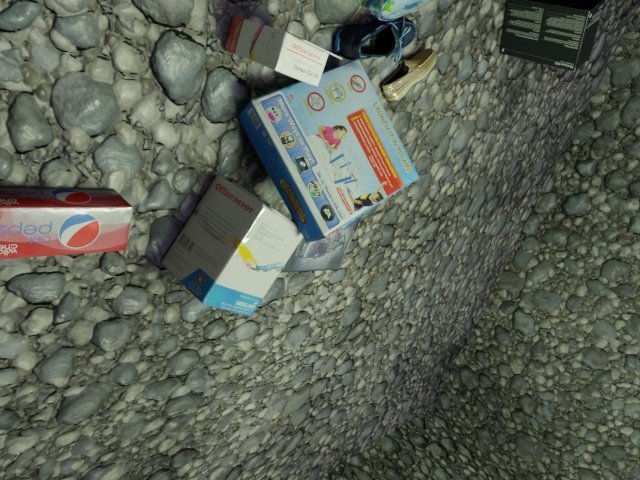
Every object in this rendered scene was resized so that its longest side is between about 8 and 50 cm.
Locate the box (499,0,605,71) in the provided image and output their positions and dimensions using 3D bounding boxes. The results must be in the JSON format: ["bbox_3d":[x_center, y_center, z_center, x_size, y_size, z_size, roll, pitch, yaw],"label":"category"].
[{"bbox_3d":[0.714,-0.665,1.454,0.103,0.261,0.185,-37,141,-25],"label":"box"}]

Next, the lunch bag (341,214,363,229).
[{"bbox_3d":[0.057,-0.109,1.260,0.128,0.096,0.151,18,103,-49],"label":"lunch bag"}]

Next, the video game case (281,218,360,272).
[{"bbox_3d":[0.000,0.000,1.345,0.274,0.026,0.196,2,115,-49],"label":"video game case"}]

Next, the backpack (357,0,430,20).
[{"bbox_3d":[0.206,-0.575,0.857,0.290,0.355,0.274,-57,139,-59],"label":"backpack"}]

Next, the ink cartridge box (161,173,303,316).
[{"bbox_3d":[-0.185,0.013,1.011,0.233,0.171,0.168,-57,145,2],"label":"ink cartridge box"}]

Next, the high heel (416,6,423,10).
[{"bbox_3d":[0.236,-0.625,1.090,0.244,0.082,0.117,-37,130,-17],"label":"high heel"}]

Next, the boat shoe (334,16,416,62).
[{"bbox_3d":[0.148,-0.464,1.098,0.258,0.089,0.109,-32,138,-29],"label":"boat shoe"}]

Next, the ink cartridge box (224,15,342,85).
[{"bbox_3d":[-0.069,-0.342,0.845,0.115,0.198,0.067,-1,117,-49],"label":"ink cartridge box"}]

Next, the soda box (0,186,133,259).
[{"bbox_3d":[-0.449,-0.031,0.745,0.263,0.083,0.092,-6,122,-48],"label":"soda box"}]

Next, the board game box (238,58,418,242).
[{"bbox_3d":[0.028,-0.201,1.016,0.301,0.086,0.309,-32,97,-30],"label":"board game box"}]

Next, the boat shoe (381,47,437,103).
[{"bbox_3d":[0.237,-0.455,1.235,0.190,0.068,0.072,-49,132,-9],"label":"boat shoe"}]
